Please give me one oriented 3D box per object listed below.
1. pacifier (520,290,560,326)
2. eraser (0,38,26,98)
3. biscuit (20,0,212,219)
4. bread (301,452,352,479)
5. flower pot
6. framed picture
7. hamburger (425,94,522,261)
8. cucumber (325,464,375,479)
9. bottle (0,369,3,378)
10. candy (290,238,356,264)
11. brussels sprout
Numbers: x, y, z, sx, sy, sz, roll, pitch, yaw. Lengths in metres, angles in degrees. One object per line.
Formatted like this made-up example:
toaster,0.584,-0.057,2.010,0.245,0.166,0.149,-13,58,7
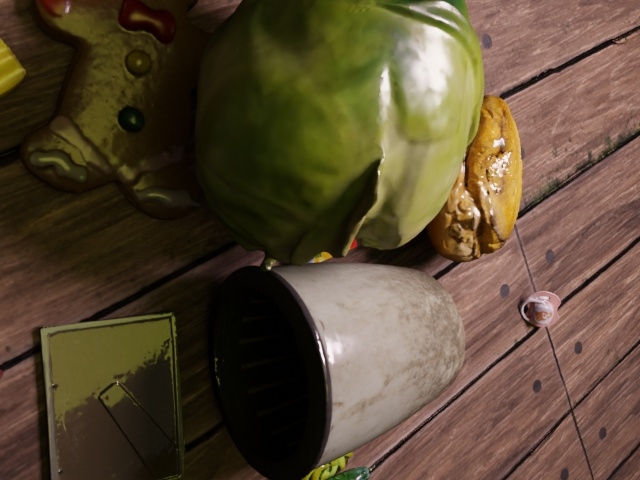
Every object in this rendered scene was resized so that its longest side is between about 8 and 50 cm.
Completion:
pacifier,0.483,0.141,1.319,0.078,0.081,0.099,-64,152,-50
eraser,-0.481,-0.198,0.687,0.226,0.069,0.158,-40,112,-25
biscuit,-0.254,-0.260,0.832,0.282,0.064,0.432,16,83,-32
bread,-0.003,0.347,1.008,0.139,0.071,0.130,11,81,-32
flower pot,0.040,0.164,0.906,0.330,0.293,0.294,-7,95,-37
framed picture,-0.289,0.237,0.849,0.188,0.023,0.260,-5,94,-32
hamburger,0.264,-0.106,1.054,0.314,0.170,0.290,-25,110,-67
cucumber,0.028,0.432,1.049,0.167,0.039,0.039,-8,96,-29
bottle,-0.482,0.107,0.678,0.245,0.104,0.104,40,71,-26
candy,0.000,0.000,1.015,0.121,0.038,0.062,-21,103,-30
brussels sprout,0.037,-0.186,0.744,0.342,0.361,0.425,28,51,-2
